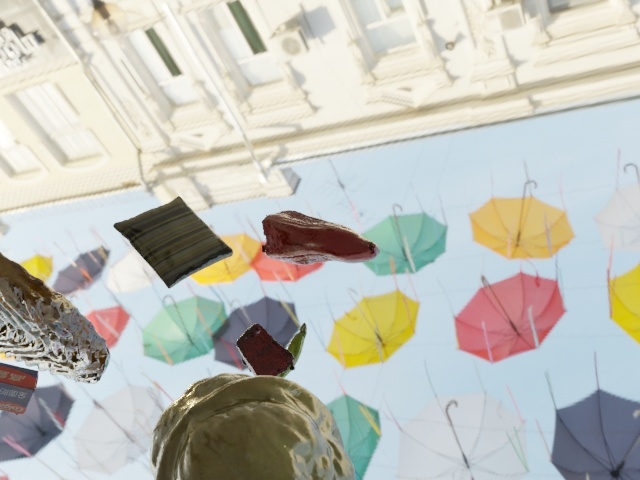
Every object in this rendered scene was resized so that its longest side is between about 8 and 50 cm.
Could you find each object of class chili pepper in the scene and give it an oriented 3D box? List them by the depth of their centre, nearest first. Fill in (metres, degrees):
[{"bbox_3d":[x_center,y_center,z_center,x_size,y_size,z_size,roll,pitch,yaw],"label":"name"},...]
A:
[{"bbox_3d":[0.000,0.000,1.427,0.252,0.144,0.136,6,-128,37],"label":"chili pepper"},{"bbox_3d":[-0.080,0.287,1.643,0.049,0.043,0.208,6,-133,51],"label":"chili pepper"}]

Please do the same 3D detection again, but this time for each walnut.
[{"bbox_3d":[-0.092,0.319,0.932,0.253,0.277,0.282,-32,-156,10],"label":"walnut"}]

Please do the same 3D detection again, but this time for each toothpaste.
[{"bbox_3d":[-0.741,0.270,1.374,0.076,0.320,0.066,-59,-152,21],"label":"toothpaste"}]

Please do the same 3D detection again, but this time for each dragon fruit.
[{"bbox_3d":[-0.130,0.277,1.592,0.102,0.096,0.147,-31,-116,-22],"label":"dragon fruit"}]

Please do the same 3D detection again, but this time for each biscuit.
[{"bbox_3d":[-0.371,0.066,0.738,0.318,0.318,0.040,1,-128,36],"label":"biscuit"}]

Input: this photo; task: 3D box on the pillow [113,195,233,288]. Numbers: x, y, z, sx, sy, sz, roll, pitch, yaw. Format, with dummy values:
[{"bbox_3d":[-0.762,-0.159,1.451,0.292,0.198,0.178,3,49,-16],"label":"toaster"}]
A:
[{"bbox_3d":[-0.342,-0.001,1.609,0.212,0.052,0.208,45,-135,15],"label":"pillow"}]
